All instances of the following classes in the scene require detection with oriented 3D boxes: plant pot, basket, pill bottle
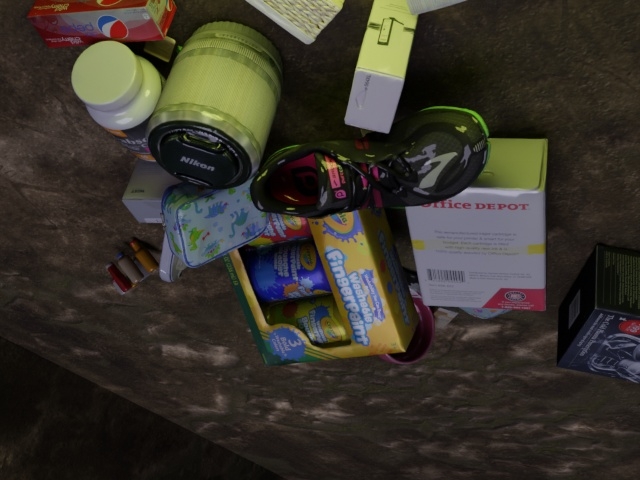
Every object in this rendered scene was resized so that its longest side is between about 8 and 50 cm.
[{"bbox_3d":[0.193,0.246,2.288,0.201,0.201,0.180,30,161,-24],"label":"plant pot"},{"bbox_3d":[-0.044,-0.435,1.358,0.167,0.113,0.103,30,143,-25],"label":"basket"},{"bbox_3d":[-0.375,-0.277,1.626,0.162,0.162,0.278,6,167,14],"label":"pill bottle"}]

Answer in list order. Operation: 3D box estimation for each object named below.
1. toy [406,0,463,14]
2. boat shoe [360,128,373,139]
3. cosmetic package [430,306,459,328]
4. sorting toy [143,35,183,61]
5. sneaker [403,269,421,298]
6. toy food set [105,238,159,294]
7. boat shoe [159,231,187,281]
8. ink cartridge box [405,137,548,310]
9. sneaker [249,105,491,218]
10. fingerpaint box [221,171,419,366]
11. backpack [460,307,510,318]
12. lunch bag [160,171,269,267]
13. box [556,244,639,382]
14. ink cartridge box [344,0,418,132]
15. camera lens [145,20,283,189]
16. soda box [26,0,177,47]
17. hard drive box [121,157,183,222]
[{"bbox_3d":[0.238,-0.452,1.273,0.237,0.056,0.137,-8,139,23],"label":"toy"},{"bbox_3d":[0.115,-0.202,1.722,0.072,0.068,0.190,15,141,23],"label":"boat shoe"},{"bbox_3d":[0.344,0.204,2.284,0.060,0.041,0.115,17,148,-6],"label":"cosmetic package"},{"bbox_3d":[-0.312,-0.389,1.632,0.083,0.012,0.062,24,143,-10],"label":"sorting toy"},{"bbox_3d":[0.253,0.124,2.186,0.178,0.072,0.077,23,160,0],"label":"sneaker"},{"bbox_3d":[-0.574,0.084,2.413,0.105,0.111,0.232,54,152,-4],"label":"toy food set"},{"bbox_3d":[-0.388,0.030,2.243,0.094,0.109,0.302,14,146,-4],"label":"boat shoe"},{"bbox_3d":[0.344,-0.031,1.726,0.279,0.160,0.385,3,139,17],"label":"ink cartridge box"},{"bbox_3d":[0.083,-0.118,1.499,0.482,0.202,0.185,-13,103,27],"label":"sneaker"},{"bbox_3d":[-0.018,0.053,1.860,0.370,0.163,0.445,-10,111,25],"label":"fingerpaint box"},{"bbox_3d":[0.420,0.110,2.012,0.188,0.145,0.166,23,142,-20],"label":"backpack"},{"bbox_3d":[-0.215,-0.052,1.664,0.090,0.219,0.176,36,143,42],"label":"lunch bag"},{"bbox_3d":[0.776,0.195,1.968,0.312,0.179,0.343,9,149,5],"label":"box"},{"bbox_3d":[0.110,-0.311,1.405,0.085,0.203,0.148,13,149,1],"label":"ink cartridge box"},{"bbox_3d":[-0.198,-0.253,1.552,0.219,0.274,0.219,10,149,6],"label":"camera lens"},{"bbox_3d":[-0.414,-0.431,1.530,0.263,0.092,0.083,1,148,20],"label":"soda box"},{"bbox_3d":[-0.310,-0.157,1.791,0.181,0.232,0.089,2,146,20],"label":"hard drive box"}]
